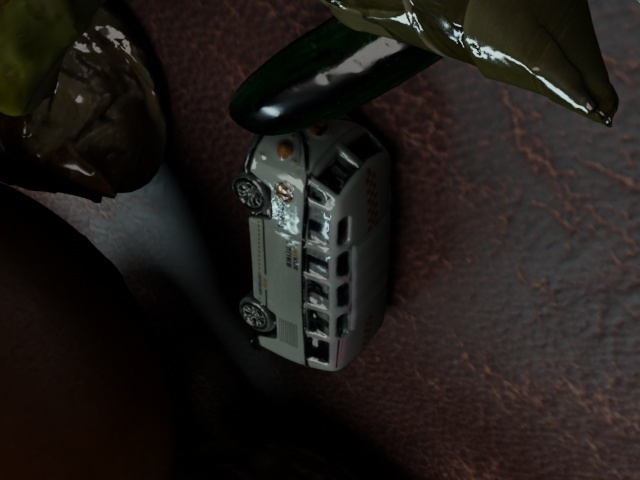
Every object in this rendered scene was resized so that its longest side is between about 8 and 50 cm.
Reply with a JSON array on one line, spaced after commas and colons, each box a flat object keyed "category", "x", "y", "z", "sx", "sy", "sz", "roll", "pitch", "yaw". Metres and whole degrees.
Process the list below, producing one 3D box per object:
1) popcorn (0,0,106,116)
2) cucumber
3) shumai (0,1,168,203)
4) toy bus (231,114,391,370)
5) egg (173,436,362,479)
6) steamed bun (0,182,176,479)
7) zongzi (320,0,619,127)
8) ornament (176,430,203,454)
[{"category": "popcorn", "x": -0.266, "y": -0.232, "z": 0.679, "sx": 0.312, "sy": 0.312, "sz": 0.312, "roll": 29, "pitch": 141, "yaw": 27}, {"category": "cucumber", "x": 0.043, "y": -0.114, "z": 0.615, "sx": 0.284, "sy": 0.056, "sz": 0.056, "roll": -26, "pitch": 102, "yaw": 43}, {"category": "shumai", "x": -0.212, "y": -0.095, "z": 0.885, "sx": 0.201, "sy": 0.120, "sz": 0.201, "roll": 27, "pitch": 141, "yaw": 25}, {"category": "toy bus", "x": 0.000, "y": 0.000, "z": 0.774, "sx": 0.089, "sy": 0.087, "sz": 0.194, "roll": 25, "pitch": 138, "yaw": 25}, {"category": "egg", "x": -0.054, "y": 0.280, "z": 0.970, "sx": 0.289, "sy": 0.238, "sz": 0.238, "roll": 40, "pitch": 149, "yaw": 44}, {"category": "steamed bun", "x": -0.251, "y": 0.097, "z": 0.863, "sx": 0.379, "sy": 0.248, "sz": 0.235, "roll": 55, "pitch": 172, "yaw": -12}, {"category": "zongzi", "x": 0.078, "y": -0.146, "z": 0.472, "sx": 0.176, "sy": 0.078, "sz": 0.160, "roll": 35, "pitch": 118, "yaw": 53}, {"category": "ornament", "x": -0.172, "y": 0.255, "z": 1.210, "sx": 0.251, "sy": 0.106, "sz": 0.260, "roll": 3, "pitch": 116, "yaw": 38}]
